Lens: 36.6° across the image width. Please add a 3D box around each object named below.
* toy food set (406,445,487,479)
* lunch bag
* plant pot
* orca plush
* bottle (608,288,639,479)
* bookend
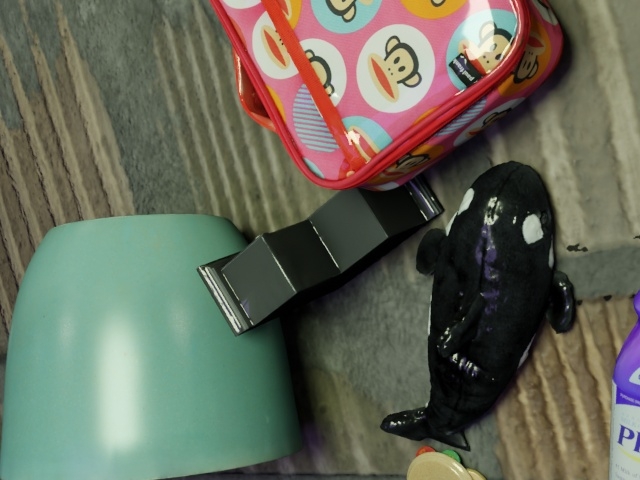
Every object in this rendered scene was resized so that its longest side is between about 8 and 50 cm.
[{"bbox_3d":[0.118,0.238,0.930,0.082,0.020,0.083,40,125,23],"label":"toy food set"},{"bbox_3d":[0.023,-0.191,0.781,0.258,0.120,0.293,-36,73,29],"label":"lunch bag"},{"bbox_3d":[-0.171,0.099,0.961,0.293,0.293,0.235,-10,82,40],"label":"plant pot"},{"bbox_3d":[0.111,0.073,0.830,0.151,0.102,0.287,42,126,21],"label":"orca plush"},{"bbox_3d":[0.277,0.115,0.715,0.118,0.092,0.283,10,110,38],"label":"bottle"},{"bbox_3d":[0.000,0.000,0.862,0.156,0.157,0.072,-39,79,40],"label":"bookend"}]
